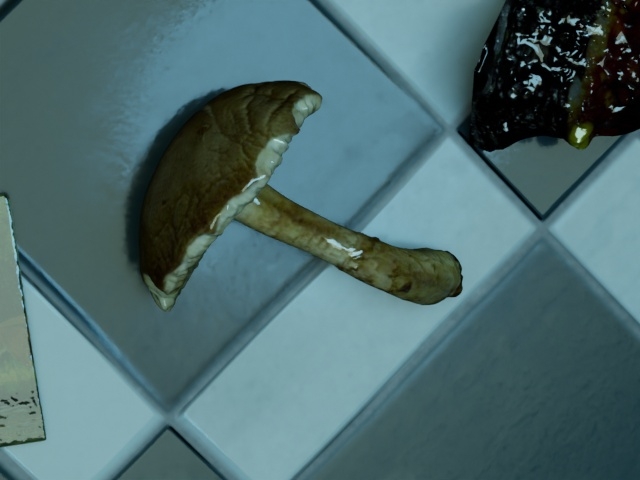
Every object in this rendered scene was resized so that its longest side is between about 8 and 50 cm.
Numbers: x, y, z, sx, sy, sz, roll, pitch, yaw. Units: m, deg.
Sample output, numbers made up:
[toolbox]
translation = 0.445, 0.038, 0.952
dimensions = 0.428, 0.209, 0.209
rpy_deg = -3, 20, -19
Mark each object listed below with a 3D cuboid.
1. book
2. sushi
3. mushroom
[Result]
[book]
translation = -0.341, 0.080, 1.755
dimensions = 0.160, 0.024, 0.228
rpy_deg = -8, 94, -5
[sushi]
translation = 0.238, -0.165, 1.759
dimensions = 0.150, 0.153, 0.172
rpy_deg = 22, 69, 12
[mushroom]
translation = -0.006, -0.034, 1.691
dimensions = 0.301, 0.233, 0.208
rpy_deg = 1, 101, -6
